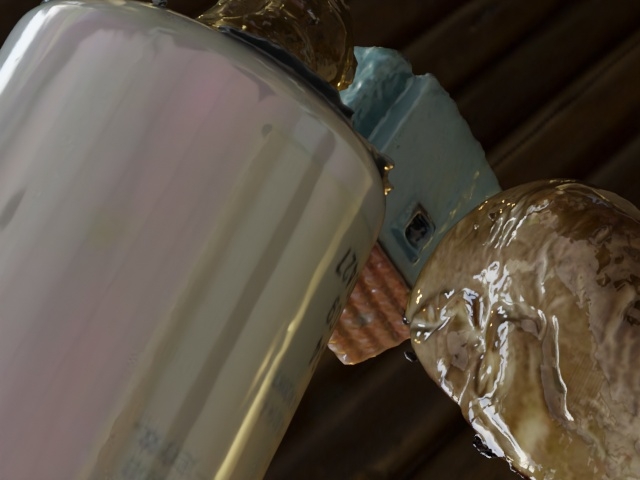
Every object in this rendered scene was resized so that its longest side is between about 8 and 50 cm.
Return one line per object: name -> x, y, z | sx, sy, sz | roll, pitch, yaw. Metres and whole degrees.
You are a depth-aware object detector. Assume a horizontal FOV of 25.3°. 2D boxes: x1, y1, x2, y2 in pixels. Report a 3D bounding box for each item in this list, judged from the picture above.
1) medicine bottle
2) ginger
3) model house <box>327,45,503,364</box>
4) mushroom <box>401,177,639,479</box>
medicine bottle -> -0.131, 0.086, 0.670 | 0.213, 0.213, 0.378 | 22, -110, 13
ginger -> -0.038, -0.145, 1.086 | 0.109, 0.116, 0.263 | -13, -165, 22
model house -> 0.000, 0.000, 1.490 | 0.252, 0.295, 0.329 | 5, -125, 38
mushroom -> 0.166, 0.051, 0.854 | 0.156, 0.151, 0.286 | -2, -148, -38
